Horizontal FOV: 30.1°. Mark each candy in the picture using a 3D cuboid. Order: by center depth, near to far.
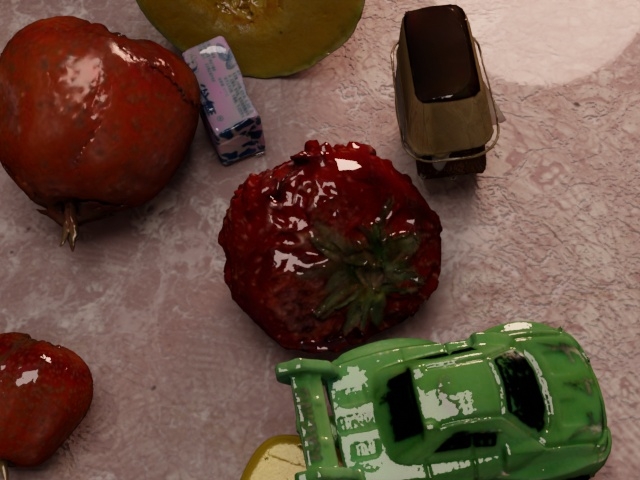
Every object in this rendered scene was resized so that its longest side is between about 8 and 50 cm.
[{"bbox_3d":[-0.135,-0.192,1.654,0.073,0.092,0.160,-21,60,-5],"label":"candy"}]

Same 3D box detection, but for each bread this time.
[{"bbox_3d":[0.167,-0.182,1.553,0.142,0.212,0.224,-9,55,6],"label":"bread"}]

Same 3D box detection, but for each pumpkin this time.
[{"bbox_3d":[-0.084,-0.411,1.663,0.332,0.332,0.199,10,50,11],"label":"pumpkin"}]

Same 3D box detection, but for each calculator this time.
[{"bbox_3d":[-0.028,0.305,1.382,0.146,0.032,0.235,16,64,13],"label":"calculator"}]

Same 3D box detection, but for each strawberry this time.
[{"bbox_3d":[0.000,0.000,1.468,0.274,0.274,0.220,-30,24,-12],"label":"strawberry"}]

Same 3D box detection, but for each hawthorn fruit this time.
[{"bbox_3d":[-0.366,0.213,1.416,0.163,0.162,0.203,18,80,15],"label":"hawthorn fruit"},{"bbox_3d":[-0.304,-0.134,1.550,0.276,0.276,0.307,10,73,11],"label":"hawthorn fruit"}]

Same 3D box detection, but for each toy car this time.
[{"bbox_3d":[0.141,0.198,1.327,0.359,0.176,0.213,-9,61,-1],"label":"toy car"}]
